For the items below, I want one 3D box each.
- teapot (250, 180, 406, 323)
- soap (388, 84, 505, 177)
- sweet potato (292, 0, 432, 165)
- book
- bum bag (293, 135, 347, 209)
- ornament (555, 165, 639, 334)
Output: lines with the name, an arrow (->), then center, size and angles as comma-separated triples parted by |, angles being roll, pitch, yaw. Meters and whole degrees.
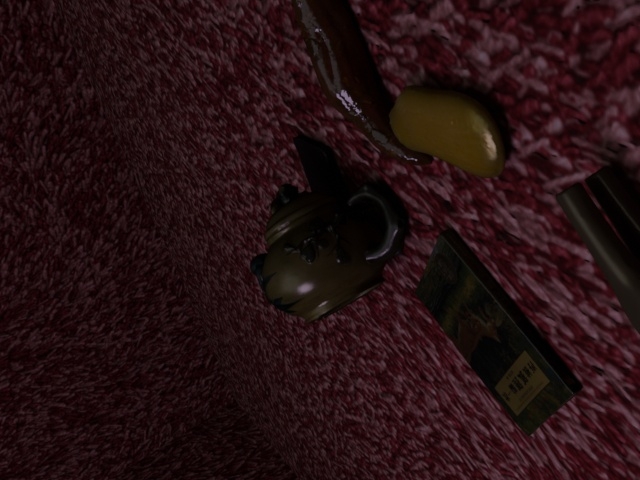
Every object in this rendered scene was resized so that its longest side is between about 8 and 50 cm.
teapot -> 0.000, 0.000, 1.152 | 0.269, 0.173, 0.182 | -36, 80, 40
soap -> 0.121, -0.111, 0.847 | 0.168, 0.033, 0.089 | 35, 148, 54
sweet potato -> 0.033, -0.182, 0.947 | 0.078, 0.058, 0.255 | -20, 105, 52
book -> 0.197, 0.109, 1.009 | 0.228, 0.024, 0.160 | 54, 159, 21
bum bag -> 0.005, -0.072, 1.250 | 0.109, 0.026, 0.159 | 32, 147, 58
ornament -> 0.286, 0.031, 0.571 | 0.244, 0.061, 0.230 | 59, 161, 7
